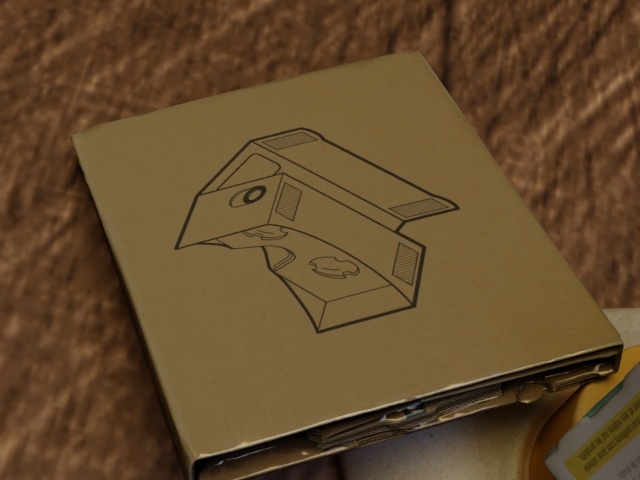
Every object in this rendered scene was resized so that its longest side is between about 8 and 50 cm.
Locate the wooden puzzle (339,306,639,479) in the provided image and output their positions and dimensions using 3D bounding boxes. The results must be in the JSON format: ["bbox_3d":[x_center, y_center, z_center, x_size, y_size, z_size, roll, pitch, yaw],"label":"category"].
[{"bbox_3d":[0.200,0.158,0.494,0.347,0.080,0.322,-3,60,-13],"label":"wooden puzzle"}]

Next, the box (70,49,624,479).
[{"bbox_3d":[0.000,0.000,0.537,0.164,0.021,0.201,-14,43,-13],"label":"box"}]

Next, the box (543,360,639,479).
[{"bbox_3d":[0.183,0.128,0.405,0.060,0.100,0.244,-30,71,-30],"label":"box"}]
